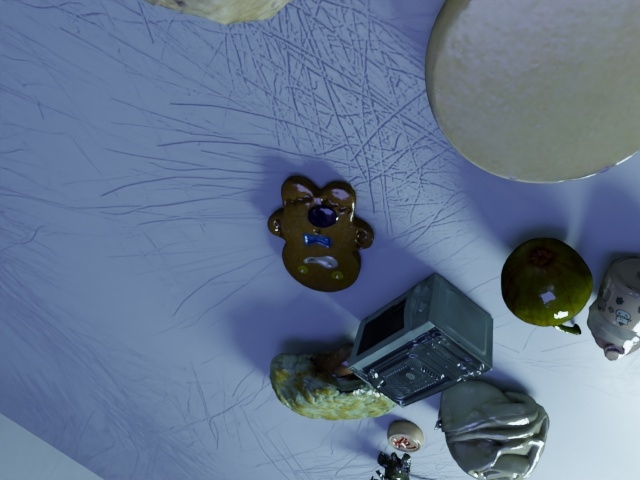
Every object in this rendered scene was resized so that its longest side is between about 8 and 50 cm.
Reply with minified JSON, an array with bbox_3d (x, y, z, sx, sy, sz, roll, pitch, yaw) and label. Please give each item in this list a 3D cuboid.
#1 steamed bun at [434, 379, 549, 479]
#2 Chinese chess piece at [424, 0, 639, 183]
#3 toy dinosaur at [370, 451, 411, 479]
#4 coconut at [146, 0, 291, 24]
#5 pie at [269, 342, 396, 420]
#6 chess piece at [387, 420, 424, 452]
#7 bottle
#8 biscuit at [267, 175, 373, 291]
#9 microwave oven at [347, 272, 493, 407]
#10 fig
[{"bbox_3d":[0.328,0.388,0.966,0.211,0.144,0.218,7,130,15],"label":"steamed bun"},{"bbox_3d":[0.250,-0.189,0.538,0.273,0.102,0.273,11,133,12],"label":"Chinese chess piece"},{"bbox_3d":[0.214,0.576,1.189,0.179,0.087,0.187,19,152,14],"label":"toy dinosaur"},{"bbox_3d":[-0.099,-0.345,0.345,0.405,0.404,0.404,10,131,12],"label":"coconut"},{"bbox_3d":[0.027,0.314,1.044,0.274,0.105,0.257,-16,131,30],"label":"pie"},{"bbox_3d":[0.194,0.448,1.138,0.084,0.038,0.083,11,131,13],"label":"chess piece"},{"bbox_3d":[0.443,0.103,0.720,0.099,0.099,0.152,6,131,15],"label":"bottle"},{"bbox_3d":[0.000,0.000,0.834,0.180,0.039,0.236,7,132,13],"label":"biscuit"},{"bbox_3d":[0.172,0.182,0.864,0.162,0.122,0.208,38,131,-12],"label":"microwave oven"},{"bbox_3d":[0.347,0.090,0.749,0.124,0.124,0.236,-12,142,28],"label":"fig"}]
